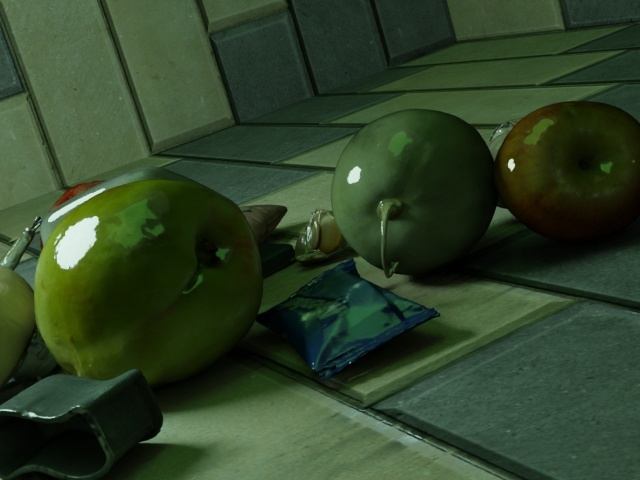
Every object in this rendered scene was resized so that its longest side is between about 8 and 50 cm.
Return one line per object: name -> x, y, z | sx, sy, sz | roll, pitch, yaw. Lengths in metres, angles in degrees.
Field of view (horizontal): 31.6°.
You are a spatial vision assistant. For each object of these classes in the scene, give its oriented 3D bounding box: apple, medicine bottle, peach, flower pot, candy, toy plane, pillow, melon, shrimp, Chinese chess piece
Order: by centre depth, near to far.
flower pot -> -0.310, 0.228, 1.392 | 0.229, 0.103, 0.108 | -8, 16, 36
candy -> 0.026, 0.101, 1.558 | 0.187, 0.077, 0.331 | -28, 16, -14
peach -> -0.250, 0.060, 1.609 | 0.316, 0.281, 0.314 | -15, 18, 43
apple -> 0.366, -0.098, 1.648 | 0.235, 0.210, 0.173 | 13, -14, -6
Chinese chess piece -> -0.540, 0.157, 1.701 | 0.270, 0.112, 0.270 | -34, 30, 23
melon -> 0.145, -0.076, 1.724 | 0.272, 0.271, 0.308 | -15, -7, 7
toy plane -> -0.447, 0.164, 1.859 | 0.182, 0.107, 0.273 | -52, 1, 4
medicine bottle -> -0.289, -0.010, 1.927 | 0.282, 0.123, 0.375 | -26, -16, 14
shrimp -> -0.613, 0.095, 2.189 | 0.185, 0.068, 0.287 | -39, 23, 26
pillow -> -0.196, -0.009, 2.204 | 0.236, 0.084, 0.223 | -8, 16, 21

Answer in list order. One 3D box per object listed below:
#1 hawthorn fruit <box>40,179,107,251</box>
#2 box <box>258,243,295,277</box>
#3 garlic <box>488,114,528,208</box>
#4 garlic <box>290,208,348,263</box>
hawthorn fruit -> -0.448, -0.006, 2.282 | 0.230, 0.210, 0.266 | -35, 3, -13
box -> -0.109, 0.041, 2.019 | 0.126, 0.031, 0.091 | -28, 18, -34
garlic -> 0.368, -0.135, 1.894 | 0.228, 0.152, 0.228 | -11, 17, 3
garlic -> 0.001, -0.003, 1.969 | 0.113, 0.094, 0.074 | -16, -27, 28
